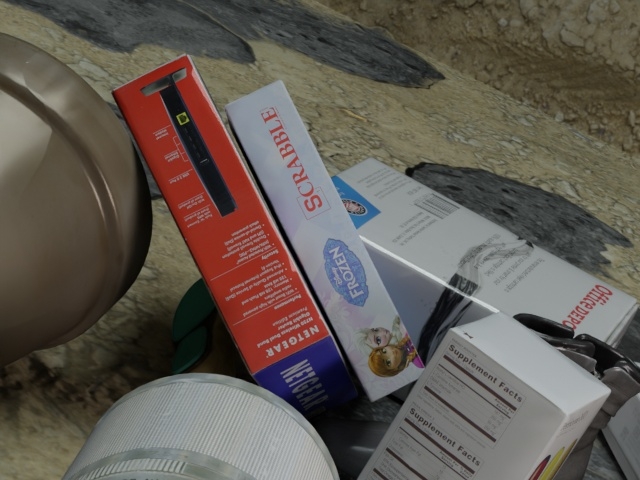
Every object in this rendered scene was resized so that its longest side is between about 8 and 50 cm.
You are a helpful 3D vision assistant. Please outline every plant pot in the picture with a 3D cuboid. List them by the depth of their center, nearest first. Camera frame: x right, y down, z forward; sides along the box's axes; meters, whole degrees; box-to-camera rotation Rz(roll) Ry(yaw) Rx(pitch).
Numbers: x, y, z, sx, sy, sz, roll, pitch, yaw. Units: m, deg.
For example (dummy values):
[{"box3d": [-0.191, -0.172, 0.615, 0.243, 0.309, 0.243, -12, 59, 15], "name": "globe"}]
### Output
[{"box3d": [-0.356, 0.008, 1.536, 0.323, 0.323, 0.280, 28, 37, 8], "name": "plant pot"}]

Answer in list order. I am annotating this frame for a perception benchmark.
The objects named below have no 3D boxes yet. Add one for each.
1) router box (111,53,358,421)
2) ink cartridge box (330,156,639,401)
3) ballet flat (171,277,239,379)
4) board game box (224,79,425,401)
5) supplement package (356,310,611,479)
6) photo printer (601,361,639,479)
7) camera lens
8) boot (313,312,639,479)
[{"box3d": [-0.075, 0.013, 1.688, 0.301, 0.082, 0.335, 63, -2, 16], "name": "router box"}, {"box3d": [0.153, 0.078, 2.066, 0.395, 0.166, 0.285, 28, 21, 14], "name": "ink cartridge box"}, {"box3d": [-0.119, 0.114, 1.838, 0.073, 0.080, 0.232, 48, 17, -18], "name": "ballet flat"}, {"box3d": [0.000, 0.000, 1.781, 0.319, 0.066, 0.318, 63, -2, -2], "name": "board game box"}, {"box3d": [0.136, 0.206, 1.596, 0.134, 0.244, 0.139, 37, 20, 19], "name": "supplement package"}, {"box3d": [0.508, 0.275, 2.065, 0.307, 0.107, 0.256, 18, 21, -18], "name": "photo printer"}, {"box3d": [-0.105, 0.241, 1.297, 0.219, 0.219, 0.274, 24, 20, 0], "name": "camera lens"}, {"box3d": [0.159, 0.167, 1.771, 0.338, 0.223, 0.118, 12, 25, -31], "name": "boot"}]
